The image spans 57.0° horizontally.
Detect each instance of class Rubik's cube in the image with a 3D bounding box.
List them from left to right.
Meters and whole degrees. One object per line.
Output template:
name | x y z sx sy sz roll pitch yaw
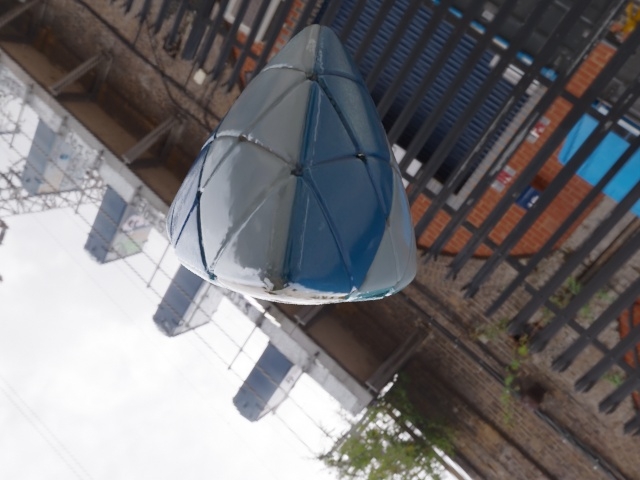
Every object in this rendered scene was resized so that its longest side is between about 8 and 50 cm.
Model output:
Rubik's cube | 0.000 0.000 0.487 0.254 0.254 0.254 25 -153 -14
